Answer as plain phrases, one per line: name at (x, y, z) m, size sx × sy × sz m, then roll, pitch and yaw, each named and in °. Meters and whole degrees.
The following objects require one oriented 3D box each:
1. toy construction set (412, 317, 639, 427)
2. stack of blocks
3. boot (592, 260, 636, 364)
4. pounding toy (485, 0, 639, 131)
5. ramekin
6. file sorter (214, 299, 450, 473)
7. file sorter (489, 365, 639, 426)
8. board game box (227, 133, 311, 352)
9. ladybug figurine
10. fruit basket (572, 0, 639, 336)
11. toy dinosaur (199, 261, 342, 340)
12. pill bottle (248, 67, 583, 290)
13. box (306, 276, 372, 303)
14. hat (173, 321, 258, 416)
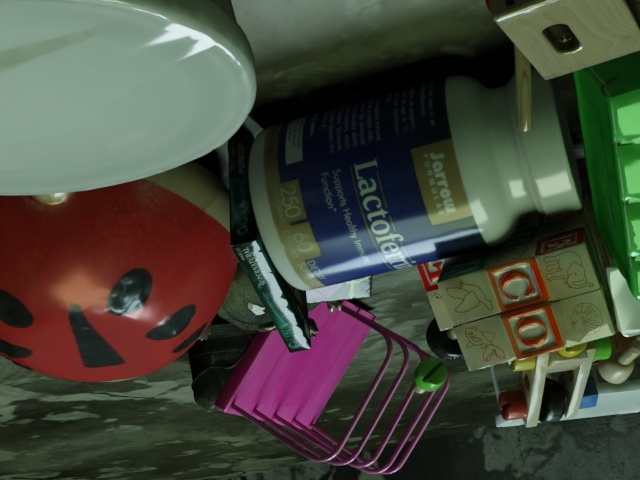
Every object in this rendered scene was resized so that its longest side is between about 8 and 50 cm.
toy construction set at (0.300, 0.076, 1.319) m, size 0.309 × 0.257 × 0.237 m, roll 20°, pitch 151°, yaw -1°
stack of blocks at (0.182, 0.019, 1.095) m, size 0.171 × 0.087 × 0.297 m, roll -18°, pitch -168°, yaw 17°
boot at (0.358, 0.100, 1.603) m, size 0.197 × 0.152 × 0.073 m, roll -17°, pitch 161°, yaw 25°
pounding toy at (0.143, -0.161, 0.737) m, size 0.100 × 0.130 × 0.141 m, roll -16°, pitch 161°, yaw 23°
ramekin at (-0.177, -0.132, 0.689) m, size 0.273 × 0.127 × 0.273 m, roll -7°, pitch 163°, yaw -2°
file sorter at (0.036, 0.200, 1.581) m, size 0.182 × 0.202 × 0.290 m, roll 30°, pitch 179°, yaw 26°
file sorter at (0.435, 0.189, 1.882) m, size 0.277 × 0.173 × 0.193 m, roll -2°, pitch 160°, yaw -19°
board game box at (-0.047, 0.006, 1.089) m, size 0.026 × 0.126 × 0.186 m, roll -12°, pitch 142°, yaw 9°
ladybug figurine at (-0.224, 0.033, 1.123) m, size 0.305 × 0.162 × 0.449 m, roll -8°, pitch 162°, yaw -1°
fruit basket at (0.372, -0.103, 0.873) m, size 0.353 × 0.165 × 0.327 m, roll -20°, pitch 124°, yaw -2°
toy dinosaur at (-0.056, 0.053, 1.335) m, size 0.160 × 0.121 × 0.313 m, roll -1°, pitch 165°, yaw -40°
pill bottle at (0.084, -0.057, 0.999) m, size 0.264 × 0.153 × 0.153 m, roll -15°, pitch 161°, yaw 16°
box at (0.000, 0.000, 1.217) m, size 0.116 × 0.029 × 0.162 m, roll -6°, pitch 130°, yaw -8°
hat at (-0.095, 0.203, 1.759) m, size 0.331 × 0.134 × 0.331 m, roll -7°, pitch 161°, yaw -2°
